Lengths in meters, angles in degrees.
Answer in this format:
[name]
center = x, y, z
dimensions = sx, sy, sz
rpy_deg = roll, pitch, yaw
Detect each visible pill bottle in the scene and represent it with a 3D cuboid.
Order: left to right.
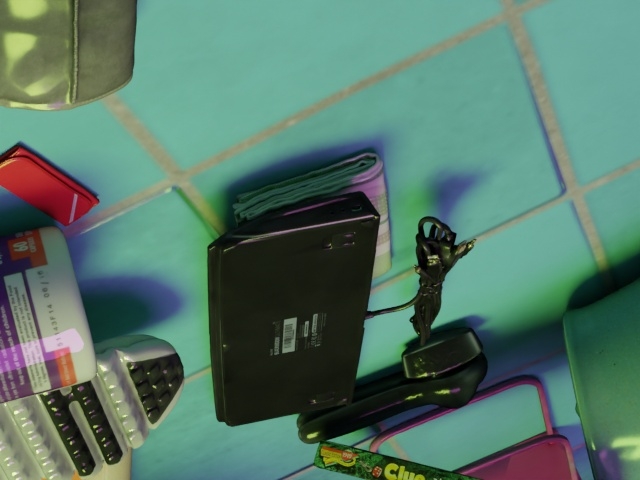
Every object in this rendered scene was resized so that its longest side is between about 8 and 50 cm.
[pill bottle]
center = -0.251, 0.063, 0.889
dimensions = 0.193, 0.108, 0.108
rpy_deg = -14, 146, -13

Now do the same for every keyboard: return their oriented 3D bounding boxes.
[keyboard]
center = 0.011, 0.056, 1.070
dimensions = 0.201, 0.033, 0.317
rpy_deg = -10, 150, -9

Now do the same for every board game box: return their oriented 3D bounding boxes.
[board game box]
center = 0.136, 0.222, 1.206
dimensions = 0.259, 0.030, 0.136
rpy_deg = 11, 168, 22

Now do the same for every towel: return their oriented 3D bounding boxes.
[towel]
center = 0.000, 0.000, 1.021
dimensions = 0.113, 0.023, 0.152
rpy_deg = -18, 147, -5

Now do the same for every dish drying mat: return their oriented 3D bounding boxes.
[dish drying mat]
center = -0.179, -0.034, 0.884
dimensions = 0.032, 0.008, 0.083
rpy_deg = -31, 146, 15

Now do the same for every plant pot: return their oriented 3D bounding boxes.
[plant pot]
center = 0.356, 0.128, 1.211
dimensions = 0.255, 0.272, 0.272
rpy_deg = -13, 148, 12

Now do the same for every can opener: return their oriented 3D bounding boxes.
[can opener]
center = 0.064, 0.137, 1.234
dimensions = 0.186, 0.073, 0.059
rpy_deg = -24, -175, 8

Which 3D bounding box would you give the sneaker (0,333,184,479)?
[sneaker]
center = -0.243, 0.128, 0.990
dimensions = 0.292, 0.118, 0.110
rpy_deg = -21, 129, -17

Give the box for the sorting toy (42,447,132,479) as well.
[sorting toy]
center = -0.252, 0.214, 1.117
dimensions = 0.208, 0.038, 0.193
rpy_deg = -8, 126, -22

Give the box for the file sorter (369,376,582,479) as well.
[file sorter]
center = 0.187, 0.311, 1.328
dimensions = 0.202, 0.291, 0.182
rpy_deg = -23, 144, 1

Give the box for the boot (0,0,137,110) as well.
[boot]
center = -0.100, -0.155, 0.701
dimensions = 0.189, 0.076, 0.208
rpy_deg = 1, 135, -8
